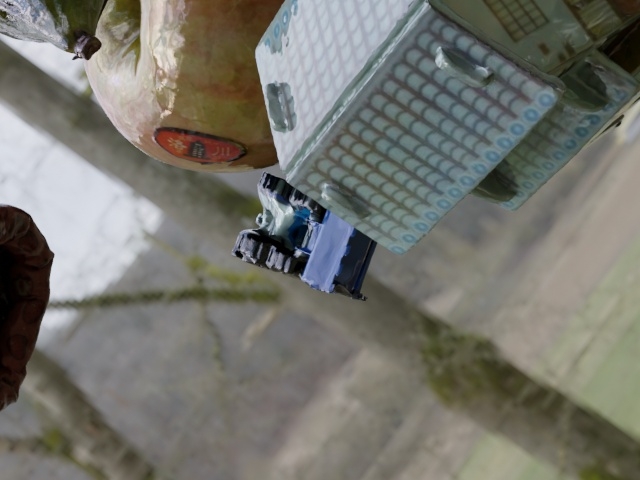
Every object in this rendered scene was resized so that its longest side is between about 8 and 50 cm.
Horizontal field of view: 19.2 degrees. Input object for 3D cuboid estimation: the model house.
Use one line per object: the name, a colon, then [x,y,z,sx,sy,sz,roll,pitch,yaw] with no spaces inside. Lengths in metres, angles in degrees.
model house: [0.094,-0.129,1.128,0.215,0.198,0.224,-34,-6,-31]

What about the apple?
apple: [-0.080,-0.272,2.189,0.346,0.391,0.391,-5,-37,-28]

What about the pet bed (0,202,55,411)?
pet bed: [-0.290,0.061,1.612,0.201,0.053,0.201,9,-90,-72]

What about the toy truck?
toy truck: [0.000,0.000,2.229,0.208,0.126,0.113,22,92,55]

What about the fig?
fig: [-0.198,-0.182,1.373,0.133,0.185,0.126,-28,-18,-2]
